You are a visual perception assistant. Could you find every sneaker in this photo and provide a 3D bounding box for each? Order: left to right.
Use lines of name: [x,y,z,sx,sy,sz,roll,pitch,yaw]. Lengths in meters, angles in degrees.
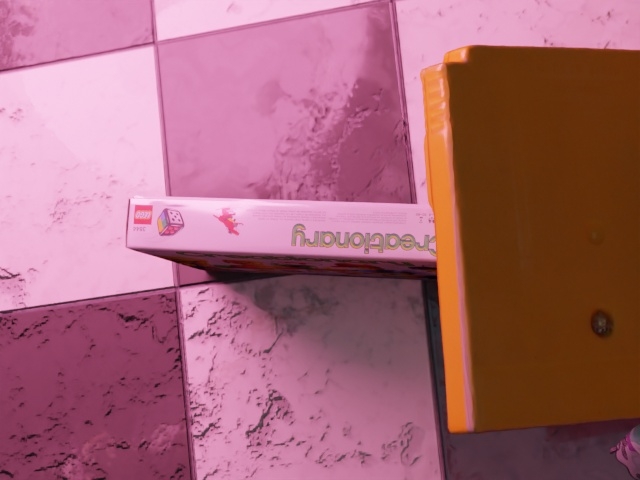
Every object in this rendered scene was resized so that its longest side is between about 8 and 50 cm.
sneaker: [0.303,0.197,1.673,0.098,0.069,0.038,29,50,-16]

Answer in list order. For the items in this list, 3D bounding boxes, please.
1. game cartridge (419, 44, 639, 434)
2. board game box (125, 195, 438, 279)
game cartridge: [0.221,-0.004,1.614,0.053,0.285,0.323,-15,78,59]
board game box: [0.000,0.000,1.716,0.305,0.193,0.053,2,84,19]
